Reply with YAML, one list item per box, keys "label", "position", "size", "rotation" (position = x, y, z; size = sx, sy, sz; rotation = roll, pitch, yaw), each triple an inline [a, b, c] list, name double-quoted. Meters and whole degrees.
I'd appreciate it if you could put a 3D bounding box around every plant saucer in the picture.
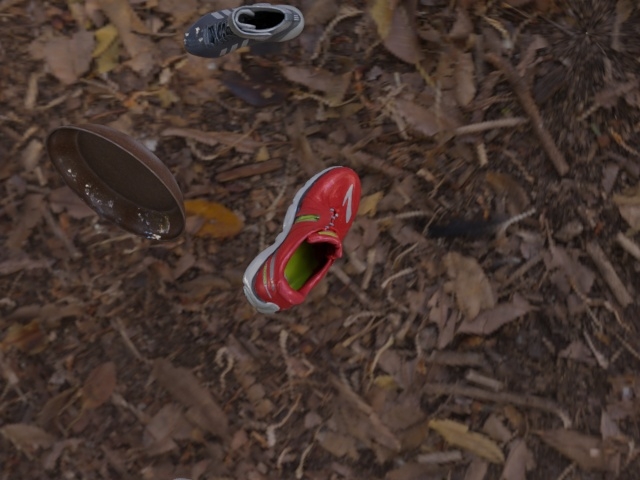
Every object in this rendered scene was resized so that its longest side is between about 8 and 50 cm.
- label: "plant saucer"
  position: [-0.238, -0.076, 1.245]
  size: [0.198, 0.036, 0.199]
  rotation: [25, 150, 15]

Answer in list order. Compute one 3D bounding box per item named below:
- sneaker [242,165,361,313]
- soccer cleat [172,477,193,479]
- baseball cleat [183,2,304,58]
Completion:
- label: "sneaker"
  position: [0.000, 0.000, 1.541]
  size: [0.107, 0.279, 0.118]
  rotation: [45, 149, -23]
- label: "soccer cleat"
  position: [-0.084, 0.259, 0.912]
  size: [0.143, 0.331, 0.116]
  rotation: [21, 80, 25]
- label: "baseball cleat"
  position: [-0.130, -0.318, 1.528]
  size: [0.205, 0.109, 0.072]
  rotation: [-9, 89, 24]
